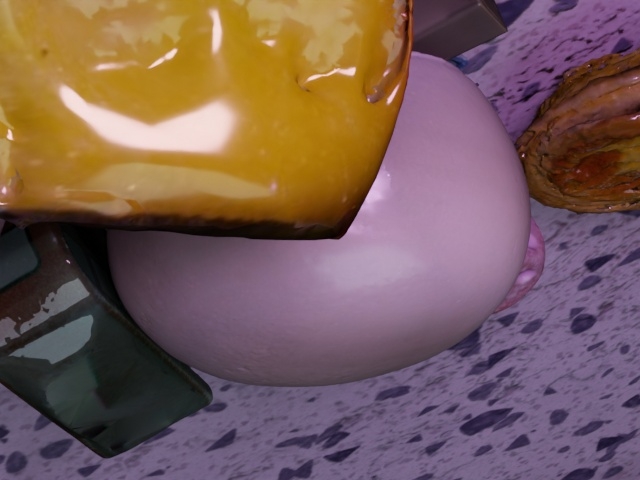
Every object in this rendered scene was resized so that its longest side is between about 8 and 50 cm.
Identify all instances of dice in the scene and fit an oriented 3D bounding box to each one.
[{"bbox_3d":[0.149,0.011,1.776,0.091,0.093,0.094,-1,140,-36],"label":"dice"}]

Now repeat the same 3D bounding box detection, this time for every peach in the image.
[{"bbox_3d":[-0.115,-0.163,1.092,0.306,0.242,0.380,-22,112,-13],"label":"peach"}]

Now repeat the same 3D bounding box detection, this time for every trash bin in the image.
[{"bbox_3d":[0.084,-0.162,1.413,0.092,0.043,0.061,-27,153,16],"label":"trash bin"}]

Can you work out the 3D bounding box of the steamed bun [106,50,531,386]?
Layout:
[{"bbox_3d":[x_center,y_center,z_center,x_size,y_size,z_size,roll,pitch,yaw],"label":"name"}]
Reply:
[{"bbox_3d":[0.000,0.000,1.436,0.324,0.206,0.324,-8,161,-3],"label":"steamed bun"}]

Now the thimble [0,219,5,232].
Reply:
[{"bbox_3d":[-0.340,-0.025,1.226,0.239,0.239,0.162,-29,150,6],"label":"thimble"}]

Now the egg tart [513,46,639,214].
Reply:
[{"bbox_3d":[0.296,-0.113,1.678,0.297,0.132,0.297,-11,159,-4],"label":"egg tart"}]

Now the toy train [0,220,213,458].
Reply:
[{"bbox_3d":[-0.206,0.060,1.525,0.129,0.159,0.326,-30,149,4],"label":"toy train"}]

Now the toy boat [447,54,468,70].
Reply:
[{"bbox_3d":[0.055,-0.119,1.530,0.140,0.066,0.059,-24,146,-5],"label":"toy boat"}]
